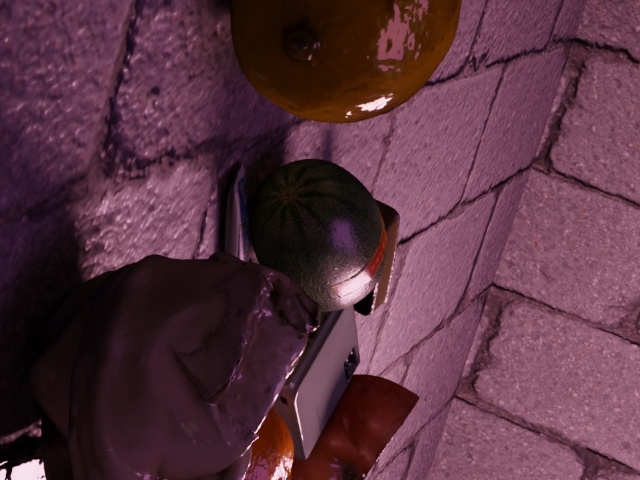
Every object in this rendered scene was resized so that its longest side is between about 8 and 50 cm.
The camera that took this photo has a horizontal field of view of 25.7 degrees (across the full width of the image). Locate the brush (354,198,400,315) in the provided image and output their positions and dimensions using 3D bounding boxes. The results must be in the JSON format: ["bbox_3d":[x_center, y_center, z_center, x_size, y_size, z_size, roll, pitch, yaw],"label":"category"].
[{"bbox_3d":[0.050,0.017,2.171,0.059,0.123,0.197,-46,152,-43],"label":"brush"}]

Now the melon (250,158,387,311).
[{"bbox_3d":[0.000,0.000,1.900,0.182,0.182,0.287,-62,161,-19],"label":"melon"}]

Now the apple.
[{"bbox_3d":[0.017,0.334,2.347,0.293,0.163,0.251,-55,175,6],"label":"apple"}]

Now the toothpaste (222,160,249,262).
[{"bbox_3d":[-0.109,-0.010,1.813,0.057,0.035,0.197,-73,171,-50],"label":"toothpaste"}]

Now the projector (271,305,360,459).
[{"bbox_3d":[-0.031,0.195,2.173,0.198,0.108,0.250,-59,159,-27],"label":"projector"}]

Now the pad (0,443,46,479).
[{"bbox_3d":[-0.359,0.304,1.465,0.233,0.022,0.174,-5,117,-69],"label":"pad"}]

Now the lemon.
[{"bbox_3d":[0.029,-0.257,1.565,0.284,0.261,0.260,-51,156,-34],"label":"lemon"}]

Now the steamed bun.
[{"bbox_3d":[-0.185,0.142,1.449,0.394,0.237,0.346,-56,-163,27],"label":"steamed bun"}]

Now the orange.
[{"bbox_3d":[-0.120,0.307,1.949,0.193,0.161,0.193,-52,151,-44],"label":"orange"}]
